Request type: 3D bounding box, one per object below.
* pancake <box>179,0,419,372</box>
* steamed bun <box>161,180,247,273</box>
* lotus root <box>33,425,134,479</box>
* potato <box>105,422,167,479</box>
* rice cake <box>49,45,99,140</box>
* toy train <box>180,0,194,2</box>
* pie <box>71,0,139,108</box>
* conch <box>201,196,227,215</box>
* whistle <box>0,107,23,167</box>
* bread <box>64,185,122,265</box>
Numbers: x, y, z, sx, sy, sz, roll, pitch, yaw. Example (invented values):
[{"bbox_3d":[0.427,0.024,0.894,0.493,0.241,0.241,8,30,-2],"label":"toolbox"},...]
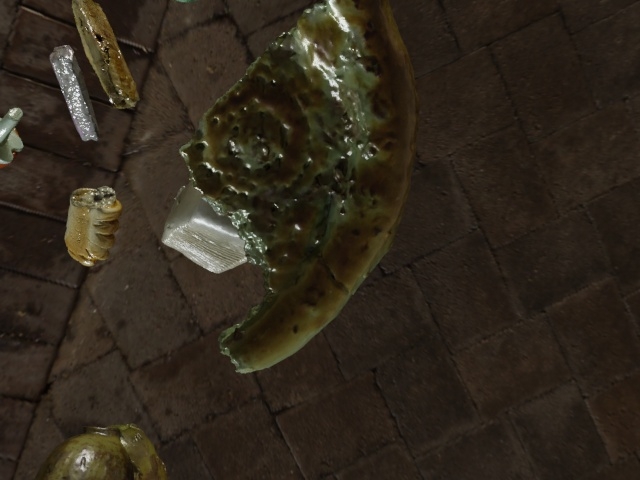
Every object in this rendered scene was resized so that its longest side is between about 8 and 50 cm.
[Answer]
[{"bbox_3d":[-0.018,-0.053,0.616,0.197,0.054,0.377,6,109,-9],"label":"pancake"},{"bbox_3d":[-0.247,-0.077,1.940,0.247,0.383,0.236,27,66,-16],"label":"steamed bun"},{"bbox_3d":[-0.210,0.238,0.635,0.080,0.179,0.089,5,140,12],"label":"lotus root"},{"bbox_3d":[-0.333,0.464,1.305,0.141,0.176,0.298,-8,103,30],"label":"potato"},{"bbox_3d":[-0.486,-0.286,1.497,0.049,0.270,0.055,-2,65,-5],"label":"rice cake"},{"bbox_3d":[-0.226,-0.556,1.258,0.166,0.238,0.299,1,110,33],"label":"toy train"},{"bbox_3d":[-0.480,-0.422,1.654,0.068,0.128,0.283,-23,82,9],"label":"pie"},{"bbox_3d":[-0.076,-0.057,0.721,0.085,0.076,0.057,-45,101,-22],"label":"conch"},{"bbox_3d":[-0.648,-0.183,1.469,0.105,0.253,0.102,16,53,-42],"label":"whistle"},{"bbox_3d":[-0.485,-0.034,1.601,0.119,0.084,0.177,29,112,26],"label":"bread"}]
